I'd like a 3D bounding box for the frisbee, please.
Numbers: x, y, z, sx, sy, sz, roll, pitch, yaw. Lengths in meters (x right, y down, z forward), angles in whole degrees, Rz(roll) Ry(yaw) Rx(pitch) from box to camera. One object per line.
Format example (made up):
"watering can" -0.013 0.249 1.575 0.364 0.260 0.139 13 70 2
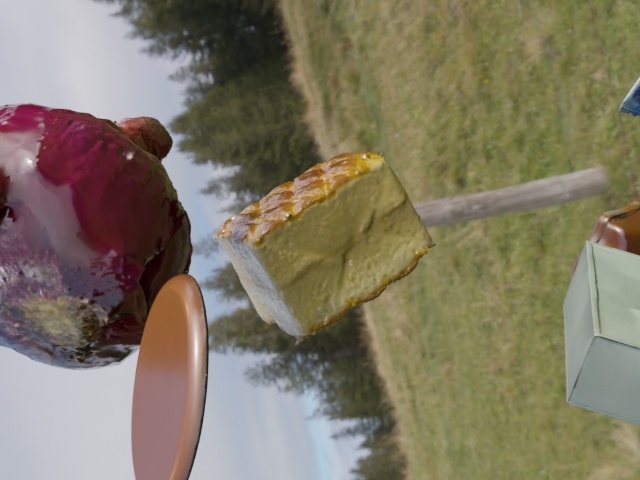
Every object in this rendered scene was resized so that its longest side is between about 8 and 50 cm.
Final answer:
"frisbee" -0.163 0.158 0.960 0.251 0.021 0.251 -172 90 -66

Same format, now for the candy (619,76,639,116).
"candy" 0.513 -0.239 1.355 0.038 0.088 0.136 -98 27 -63

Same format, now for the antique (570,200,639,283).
"antique" 0.571 0.068 1.703 0.129 0.223 0.278 48 145 47

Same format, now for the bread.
"bread" 0.000 0.000 1.524 0.207 0.279 0.279 61 168 -11

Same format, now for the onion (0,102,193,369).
"onion" -0.345 -0.055 1.267 0.398 0.398 0.420 79 -159 -49

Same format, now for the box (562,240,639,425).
"box" 0.327 0.097 0.940 0.225 0.129 0.086 -59 -16 -64
